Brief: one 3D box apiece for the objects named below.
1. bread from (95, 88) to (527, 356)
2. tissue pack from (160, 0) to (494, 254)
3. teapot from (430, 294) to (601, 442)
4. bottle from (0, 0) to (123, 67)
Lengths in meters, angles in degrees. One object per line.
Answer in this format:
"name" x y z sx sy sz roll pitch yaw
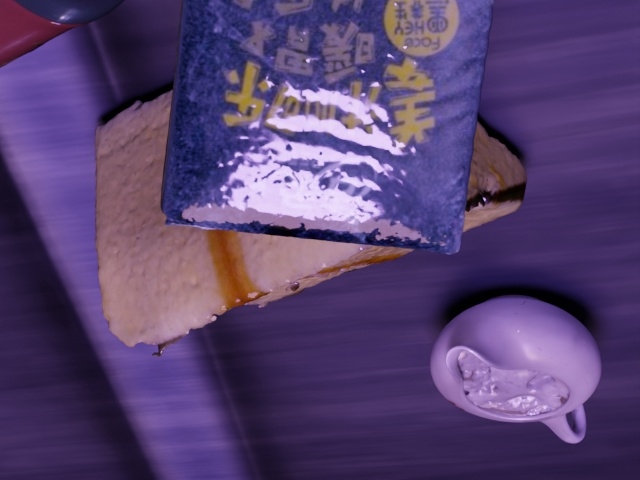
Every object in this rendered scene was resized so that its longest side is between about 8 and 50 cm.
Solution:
"bread" 0.000 0.000 1.320 0.263 0.198 0.236 -21 146 32
"tissue pack" 0.008 -0.128 1.078 0.185 0.081 0.257 7 107 -2
"teapot" 0.173 0.106 1.544 0.145 0.092 0.226 -17 143 34
"bottle" -0.269 -0.155 1.150 0.336 0.144 0.144 -21 140 38
